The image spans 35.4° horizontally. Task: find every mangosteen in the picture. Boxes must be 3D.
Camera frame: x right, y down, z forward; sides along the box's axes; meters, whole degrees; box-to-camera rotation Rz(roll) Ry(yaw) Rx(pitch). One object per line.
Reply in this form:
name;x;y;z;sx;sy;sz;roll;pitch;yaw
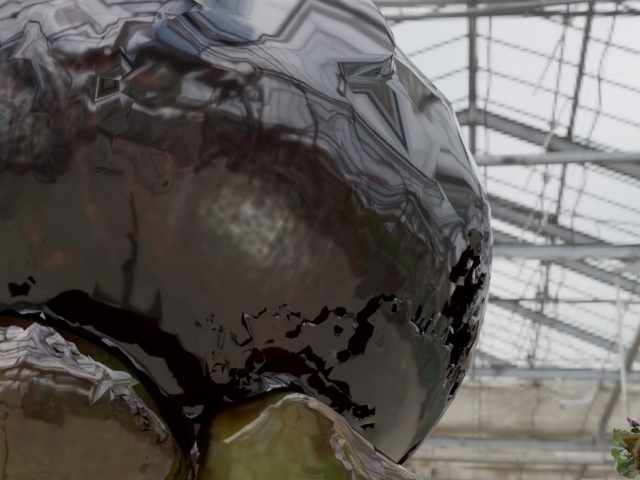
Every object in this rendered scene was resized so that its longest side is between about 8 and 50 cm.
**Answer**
mangosteen;-0.086;0.019;0.552;0.381;0.421;0.381;-2;-61;-3

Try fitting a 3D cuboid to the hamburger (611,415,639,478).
hamburger;0.382;0.197;0.981;0.190;0.093;0.164;-1;-38;21
